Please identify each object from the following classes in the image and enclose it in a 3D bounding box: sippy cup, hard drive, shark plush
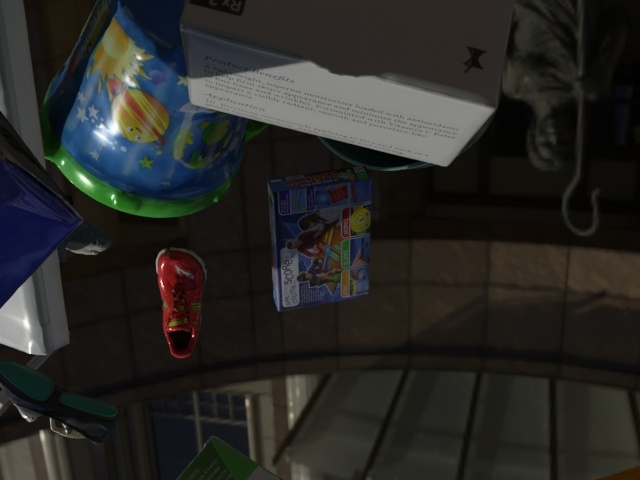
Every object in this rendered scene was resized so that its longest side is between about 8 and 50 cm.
[{"bbox_3d":[-0.163,-0.180,0.997,0.240,0.224,0.305,36,-131,2],"label":"sippy cup"},{"bbox_3d":[-0.307,-0.070,0.782,0.203,0.308,0.040,12,-155,32],"label":"hard drive"},{"bbox_3d":[-0.371,-0.044,1.341,0.067,0.161,0.073,-30,-174,26],"label":"shark plush"}]

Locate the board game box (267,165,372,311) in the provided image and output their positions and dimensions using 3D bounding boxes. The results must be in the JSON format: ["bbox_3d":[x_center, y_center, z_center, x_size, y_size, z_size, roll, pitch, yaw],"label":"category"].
[{"bbox_3d":[0.000,0.000,1.278,0.136,0.201,0.035,-9,-143,-12],"label":"board game box"}]

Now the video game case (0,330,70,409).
[{"bbox_3d":[-0.538,0.257,1.664,0.023,0.201,0.183,41,-134,-5],"label":"video game case"}]

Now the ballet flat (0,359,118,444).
[{"bbox_3d":[-0.401,0.247,1.387,0.203,0.074,0.074,23,-154,-1],"label":"ballet flat"}]

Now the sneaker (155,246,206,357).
[{"bbox_3d":[-0.296,0.139,2.006,0.107,0.279,0.118,-3,-142,-2],"label":"sneaker"}]

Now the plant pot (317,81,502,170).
[{"bbox_3d":[0.144,-0.242,1.423,0.292,0.293,0.235,9,-178,23],"label":"plant pot"}]

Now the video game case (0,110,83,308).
[{"bbox_3d":[-0.280,0.027,0.546,0.269,0.061,0.244,-48,-143,-3],"label":"video game case"}]

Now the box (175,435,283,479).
[{"bbox_3d":[-0.062,0.382,1.001,0.322,0.058,0.232,28,-124,23],"label":"box"}]

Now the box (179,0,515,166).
[{"bbox_3d":[0.023,-0.163,0.573,0.180,0.182,0.119,14,167,-3],"label":"box"}]

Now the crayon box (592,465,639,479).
[{"bbox_3d":[0.358,0.449,1.340,0.278,0.081,0.165,-18,-117,1],"label":"crayon box"}]
